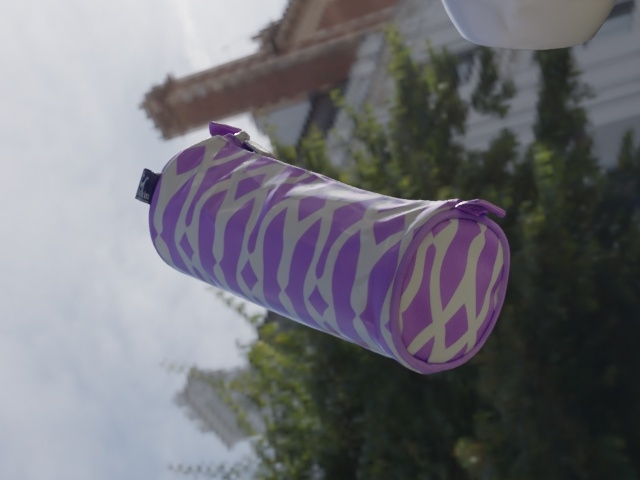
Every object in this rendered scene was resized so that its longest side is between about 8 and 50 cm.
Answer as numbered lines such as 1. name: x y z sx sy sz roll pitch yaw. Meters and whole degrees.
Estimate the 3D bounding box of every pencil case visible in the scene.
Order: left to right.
1. pencil case: 0.000 0.000 0.755 0.086 0.206 0.088 24 -92 -47

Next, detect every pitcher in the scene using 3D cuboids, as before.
1. pitcher: 0.127 -0.232 0.901 0.178 0.125 0.207 -80 -11 -69
